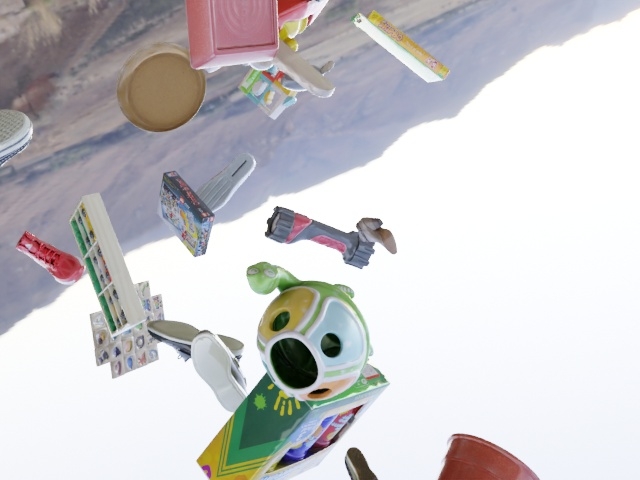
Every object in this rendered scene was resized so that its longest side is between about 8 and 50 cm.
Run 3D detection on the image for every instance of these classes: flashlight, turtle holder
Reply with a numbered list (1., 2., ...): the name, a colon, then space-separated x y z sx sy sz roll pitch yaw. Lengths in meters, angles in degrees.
1. flashlight: 0.000 0.000 1.890 0.103 0.304 0.103 -41 -146 48
2. turtle holder: -0.026 0.196 1.498 0.243 0.320 0.227 0 -168 19

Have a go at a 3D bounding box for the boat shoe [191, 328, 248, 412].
1. boat shoe: -0.297 0.375 2.034 0.109 0.305 0.091 -19 -150 5

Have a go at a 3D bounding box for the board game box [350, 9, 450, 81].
1. board game box: 0.191 -0.479 1.685 0.039 0.259 0.124 -58 -167 3

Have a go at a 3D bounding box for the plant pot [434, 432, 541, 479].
1. plant pot: 0.377 0.673 1.712 0.272 0.272 0.265 -10 -145 54

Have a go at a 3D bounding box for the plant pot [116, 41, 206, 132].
1. plant pot: -0.401 -0.386 1.747 0.236 0.236 0.032 -23 173 4

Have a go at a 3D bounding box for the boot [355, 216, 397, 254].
1. boot: 0.141 -0.010 1.769 0.042 0.118 0.087 -31 -172 -38

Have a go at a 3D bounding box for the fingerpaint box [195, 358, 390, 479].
1. fingerpaint box: -0.058 0.492 1.871 0.371 0.163 0.445 -52 155 18

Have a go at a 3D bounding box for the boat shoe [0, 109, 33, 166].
1. boat shoe: -0.946 -0.196 1.858 0.500 0.156 0.186 -25 -130 20

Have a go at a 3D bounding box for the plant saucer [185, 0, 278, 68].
1. plant saucer: -0.177 -0.511 1.483 0.048 0.258 0.259 14 -155 37

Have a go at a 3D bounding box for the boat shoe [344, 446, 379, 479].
1. boat shoe: 0.101 0.568 1.635 0.056 0.152 0.049 -5 140 -26

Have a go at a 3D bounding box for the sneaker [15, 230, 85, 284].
1. sneaker: -0.732 0.045 1.825 0.221 0.128 0.087 16 -104 35

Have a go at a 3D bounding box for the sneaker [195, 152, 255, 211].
1. sneaker: -0.303 -0.173 2.189 0.258 0.094 0.091 -41 179 -2

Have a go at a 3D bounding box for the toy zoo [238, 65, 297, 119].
1. toy zoo: -0.162 -0.547 2.399 0.192 0.030 0.293 -53 -132 11

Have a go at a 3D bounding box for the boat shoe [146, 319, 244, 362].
1. boat shoe: -0.412 0.348 2.231 0.340 0.113 0.127 12 -162 9

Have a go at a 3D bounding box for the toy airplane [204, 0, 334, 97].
1. toy airplane: -0.156 -0.527 1.767 0.384 0.386 0.272 2 154 -11

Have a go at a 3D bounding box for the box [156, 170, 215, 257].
1. box: -0.415 -0.081 2.101 0.044 0.233 0.159 -17 141 -40

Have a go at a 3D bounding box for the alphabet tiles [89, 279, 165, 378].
1. alphabet tiles: -0.633 0.292 2.298 0.011 0.285 0.342 -4 -175 27

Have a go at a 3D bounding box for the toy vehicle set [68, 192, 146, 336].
1. toy vehicle set: -0.430 0.053 1.377 0.035 0.266 0.166 -19 174 -32
